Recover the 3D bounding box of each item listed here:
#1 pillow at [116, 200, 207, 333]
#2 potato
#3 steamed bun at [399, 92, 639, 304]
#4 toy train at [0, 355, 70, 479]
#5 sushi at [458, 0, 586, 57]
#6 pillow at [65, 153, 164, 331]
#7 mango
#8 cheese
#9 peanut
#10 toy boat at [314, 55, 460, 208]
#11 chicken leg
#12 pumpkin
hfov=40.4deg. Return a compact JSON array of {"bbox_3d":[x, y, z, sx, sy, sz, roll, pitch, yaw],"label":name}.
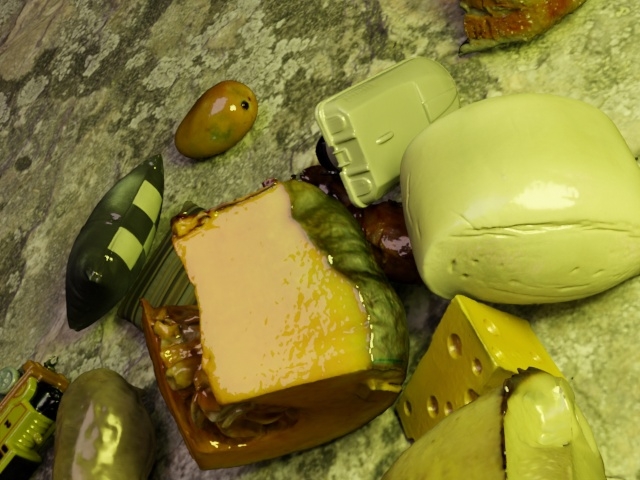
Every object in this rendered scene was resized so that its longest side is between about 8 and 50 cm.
[{"bbox_3d":[-0.192,0.053,1.250,0.212,0.052,0.208,24,80,48],"label":"pillow"},{"bbox_3d":[0.139,0.263,0.719,0.242,0.242,0.285,-27,50,21],"label":"potato"},{"bbox_3d":[0.210,-0.044,0.885,0.250,0.155,0.200,-7,48,3],"label":"steamed bun"},{"bbox_3d":[-0.441,0.269,1.266,0.127,0.089,0.219,33,81,37],"label":"toy train"},{"bbox_3d":[0.272,-0.372,1.139,0.274,0.139,0.184,-44,40,-7],"label":"sushi"},{"bbox_3d":[-0.309,0.000,1.314,0.186,0.106,0.250,-51,17,52],"label":"pillow"},{"bbox_3d":[-0.169,-0.187,1.396,0.163,0.089,0.111,-44,30,17],"label":"mango"},{"bbox_3d":[0.141,0.156,0.893,0.171,0.126,0.093,-48,45,26],"label":"cheese"},{"bbox_3d":[-0.272,0.273,1.099,0.129,0.129,0.224,-19,58,27],"label":"peanut"},{"bbox_3d":[0.082,-0.139,1.069,0.140,0.141,0.269,-14,15,31],"label":"toy boat"},{"bbox_3d":[0.062,-0.025,1.082,0.304,0.113,0.093,39,113,55],"label":"chicken leg"},{"bbox_3d":[-0.050,0.099,0.944,0.303,0.256,0.225,121,138,-56],"label":"pumpkin"}]
